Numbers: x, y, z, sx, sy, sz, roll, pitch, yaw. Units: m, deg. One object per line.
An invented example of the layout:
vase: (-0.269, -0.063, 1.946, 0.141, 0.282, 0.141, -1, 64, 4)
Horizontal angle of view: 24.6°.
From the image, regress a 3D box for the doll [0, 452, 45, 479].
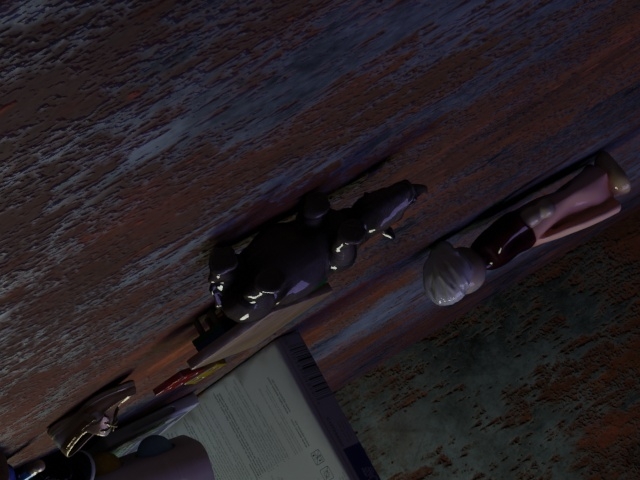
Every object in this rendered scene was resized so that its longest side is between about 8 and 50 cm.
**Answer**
doll: (-0.391, 0.293, 1.760, 0.129, 0.046, 0.189, -27, 170, -15)

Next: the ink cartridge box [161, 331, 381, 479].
ink cartridge box: (-0.074, 0.354, 2.220, 0.330, 0.324, 0.071, -37, 167, 37)

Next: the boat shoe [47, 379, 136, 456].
boat shoe: (-0.261, 0.209, 1.727, 0.135, 0.045, 0.050, -36, 170, 28)

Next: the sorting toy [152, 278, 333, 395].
sorting toy: (-0.081, 0.085, 1.634, 0.274, 0.046, 0.132, -37, 169, 30)

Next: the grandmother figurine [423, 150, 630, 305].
grandmother figurine: (0.296, -0.012, 2.164, 0.342, 0.104, 0.208, -31, 163, -16)

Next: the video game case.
video game case: (-0.289, 0.300, 2.197, 0.173, 0.022, 0.190, -23, 168, -40)

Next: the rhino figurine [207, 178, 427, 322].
rhino figurine: (0.000, 0.000, 1.358, 0.243, 0.073, 0.106, -28, 167, -22)

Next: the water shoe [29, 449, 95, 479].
water shoe: (-0.382, 0.334, 1.934, 0.203, 0.073, 0.080, -29, 164, -27)

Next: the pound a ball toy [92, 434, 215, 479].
pound a ball toy: (-0.331, 0.368, 2.096, 0.319, 0.136, 0.208, -17, -172, -23)
